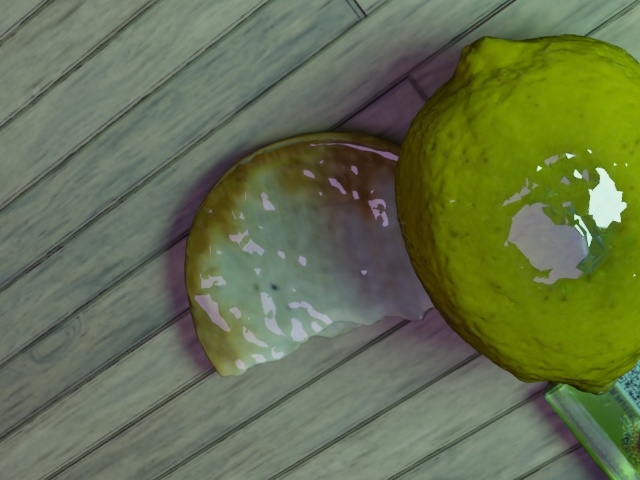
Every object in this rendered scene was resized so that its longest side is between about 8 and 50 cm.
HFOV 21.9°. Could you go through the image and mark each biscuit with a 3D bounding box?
[{"bbox_3d":[0.000,0.000,1.525,0.309,0.040,0.204,-21,104,23],"label":"biscuit"}]

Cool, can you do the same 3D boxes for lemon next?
[{"bbox_3d":[0.192,-0.022,1.336,0.253,0.253,0.310,-17,99,23],"label":"lemon"}]

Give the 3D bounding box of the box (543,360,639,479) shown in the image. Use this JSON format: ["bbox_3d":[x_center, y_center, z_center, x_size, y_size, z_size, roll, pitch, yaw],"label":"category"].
[{"bbox_3d":[0.370,0.117,1.451,0.311,0.043,0.173,-37,95,26],"label":"box"}]
